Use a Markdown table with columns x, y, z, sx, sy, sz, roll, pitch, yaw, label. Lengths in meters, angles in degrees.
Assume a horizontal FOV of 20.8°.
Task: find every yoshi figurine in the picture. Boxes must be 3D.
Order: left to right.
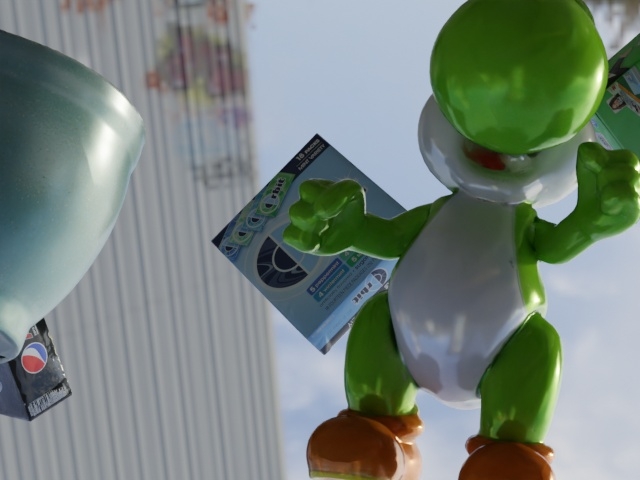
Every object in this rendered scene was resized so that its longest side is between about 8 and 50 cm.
| x | y | z | sx | sy | sz | roll | pitch | yaw | label |
| --- | --- | --- | --- | --- | --- | --- | --- | --- | --- |
| 0.100 | -0.013 | 1.110 | 0.204 | 0.362 | 0.203 | 20 | 166 | -28 | yoshi figurine |

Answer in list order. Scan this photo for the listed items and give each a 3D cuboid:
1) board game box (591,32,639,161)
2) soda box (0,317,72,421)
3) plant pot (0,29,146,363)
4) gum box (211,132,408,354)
| x | y | z | sx | sy | sz | roll | pitch | yaw | label |
| --- | --- | --- | --- | --- | --- | --- | --- | --- | --- |
| 0.359 | -0.054 | 1.324 | 0.213 | 0.317 | 0.046 | -41 | -162 | -5 | board game box |
| -0.285 | 0.076 | 1.567 | 0.060 | 0.169 | 0.053 | 6 | -150 | 44 | soda box |
| -0.296 | -0.020 | 1.327 | 0.293 | 0.196 | 0.293 | 8 | 159 | 3 | plant pot |
| 0.000 | 0.000 | 1.716 | 0.157 | 0.041 | 0.184 | -46 | -133 | 0 | gum box |
